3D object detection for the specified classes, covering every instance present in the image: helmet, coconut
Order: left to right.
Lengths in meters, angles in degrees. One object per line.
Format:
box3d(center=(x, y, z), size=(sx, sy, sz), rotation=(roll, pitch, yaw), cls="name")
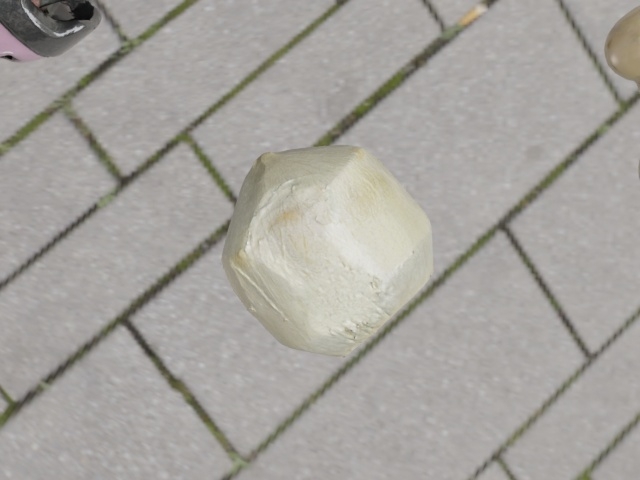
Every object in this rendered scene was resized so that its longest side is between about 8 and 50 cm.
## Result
box3d(center=(-0.305, -0.272, 1.448), size=(0.154, 0.253, 0.198), rotation=(-34, 142, 11), cls="helmet")
box3d(center=(-0.002, 0.002, 1.219), size=(0.162, 0.161, 0.161), rotation=(46, 74, -2), cls="coconut")

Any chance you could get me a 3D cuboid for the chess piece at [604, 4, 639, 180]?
box3d(center=(0.289, -0.023, 0.978), size=(0.124, 0.138, 0.307), rotation=(-42, 103, -44), cls="chess piece")
